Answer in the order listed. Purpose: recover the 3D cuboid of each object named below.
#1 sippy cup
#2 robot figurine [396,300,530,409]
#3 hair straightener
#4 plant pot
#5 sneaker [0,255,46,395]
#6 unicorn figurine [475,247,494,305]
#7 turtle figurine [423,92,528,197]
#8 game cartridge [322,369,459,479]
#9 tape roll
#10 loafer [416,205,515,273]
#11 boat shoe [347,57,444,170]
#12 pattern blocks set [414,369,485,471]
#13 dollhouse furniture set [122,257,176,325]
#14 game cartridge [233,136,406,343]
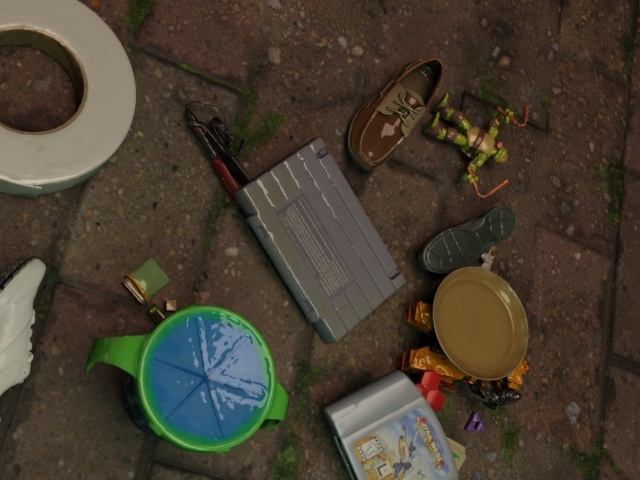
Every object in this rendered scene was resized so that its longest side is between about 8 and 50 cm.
[{"bbox_3d":[-0.225,0.243,1.503,0.240,0.224,0.305,-38,95,-32],"label":"sippy cup"},{"bbox_3d":[0.307,0.234,1.869,0.291,0.085,0.211,19,67,-21],"label":"robot figurine"},{"bbox_3d":[-0.188,-0.181,1.761,0.089,0.047,0.230,-33,88,-32],"label":"hair straightener"},{"bbox_3d":[0.321,0.171,1.829,0.236,0.032,0.236,10,67,-25],"label":"plant pot"},{"bbox_3d":[-0.523,0.162,1.456,0.129,0.111,0.297,37,64,-31],"label":"sneaker"},{"bbox_3d":[0.351,0.082,1.950,0.111,0.060,0.161,1,63,-37],"label":"unicorn figurine"},{"bbox_3d":[0.351,-0.241,2.034,0.217,0.087,0.269,33,71,-7],"label":"turtle figurine"},{"bbox_3d":[0.147,0.408,1.692,0.198,0.062,0.297,-25,93,-15],"label":"game cartridge"},{"bbox_3d":[-0.523,-0.270,1.588,0.392,0.072,0.391,8,72,-26],"label":"tape roll"},{"bbox_3d":[0.308,0.003,1.949,0.268,0.084,0.096,-25,98,-28],"label":"loafer"},{"bbox_3d":[0.166,-0.286,1.930,0.123,0.116,0.324,38,61,-13],"label":"boat shoe"},{"bbox_3d":[0.194,0.448,1.746,0.285,0.026,0.325,46,73,-9],"label":"pattern blocks set"},{"bbox_3d":[-0.281,0.101,1.612,0.076,0.059,0.151,-43,97,-31],"label":"dollhouse furniture set"},{"bbox_3d":[0.000,0.000,1.776,0.230,0.068,0.355,-36,101,-27],"label":"game cartridge"}]
